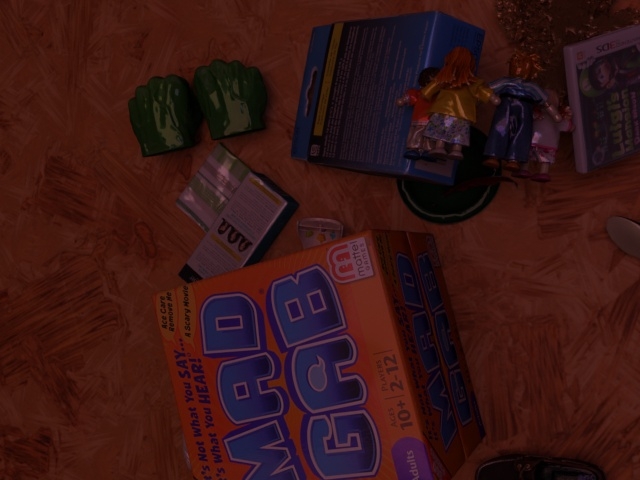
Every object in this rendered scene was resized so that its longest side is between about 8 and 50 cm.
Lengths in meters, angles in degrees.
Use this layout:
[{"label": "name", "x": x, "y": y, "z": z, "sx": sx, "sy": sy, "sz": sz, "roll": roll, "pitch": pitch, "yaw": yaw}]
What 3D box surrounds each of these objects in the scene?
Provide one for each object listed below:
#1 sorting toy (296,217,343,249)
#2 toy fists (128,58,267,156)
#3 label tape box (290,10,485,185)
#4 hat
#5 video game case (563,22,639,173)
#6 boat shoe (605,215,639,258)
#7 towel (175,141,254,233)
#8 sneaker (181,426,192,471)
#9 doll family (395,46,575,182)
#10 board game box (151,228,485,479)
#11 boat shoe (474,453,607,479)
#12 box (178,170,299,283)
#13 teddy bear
[{"label": "sorting toy", "x": 0.000, "y": 0.000, "z": 1.445, "sx": 0.083, "sy": 0.045, "sz": 0.075, "roll": 6, "pitch": 107, "yaw": 8}, {"label": "toy fists", "x": -0.230, "y": -0.252, "z": 1.512, "sx": 0.279, "sy": 0.096, "sz": 0.142, "roll": -10, "pitch": 95, "yaw": 19}, {"label": "label tape box", "x": 0.096, "y": -0.236, "z": 1.353, "sx": 0.347, "sy": 0.115, "sz": 0.249, "roll": 16, "pitch": 96, "yaw": 57}, {"label": "hat", "x": 0.198, "y": -0.119, "z": 1.291, "sx": 0.208, "sy": 0.183, "sz": 0.173, "roll": -22, "pitch": 82, "yaw": 19}, {"label": "video game case", "x": 0.441, "y": -0.213, "z": 1.193, "sx": 0.173, "sy": 0.022, "sz": 0.190, "roll": -20, "pitch": 112, "yaw": -19}, {"label": "boat shoe", "x": 0.505, "y": 0.003, "z": 1.248, "sx": 0.133, "sy": 0.042, "sz": 0.049, "roll": 34, "pitch": 126, "yaw": 19}, {"label": "towel", "x": -0.200, "y": -0.096, "z": 1.533, "sx": 0.113, "sy": 0.023, "sz": 0.152, "roll": 41, "pitch": 103, "yaw": 16}, {"label": "sneaker", "x": -0.147, "y": 0.413, "z": 1.464, "sx": 0.153, "sy": 0.101, "sz": 0.269, "roll": -19, "pitch": 88, "yaw": 19}, {"label": "doll family", "x": 0.239, "y": -0.185, "z": 1.122, "sx": 0.263, "sy": 0.118, "sz": 0.163, "roll": 10, "pitch": 86, "yaw": 0}, {"label": "board game box", "x": 0.015, "y": 0.202, "z": 1.264, "sx": 0.356, "sy": 0.356, "sz": 0.356, "roll": -16, "pitch": 84, "yaw": 20}, {"label": "boat shoe", "x": 0.345, "y": 0.374, "z": 1.280, "sx": 0.207, "sy": 0.073, "sz": 0.073, "roll": -7, "pitch": 68, "yaw": 20}, {"label": "box", "x": -0.152, "y": 0.000, "z": 1.491, "sx": 0.100, "sy": 0.060, "sz": 0.244, "roll": 40, "pitch": 103, "yaw": 18}, {"label": "teddy bear", "x": 0.393, "y": -0.359, "z": 1.276, "sx": 0.245, "sy": 0.113, "sz": 0.338, "roll": -9, "pitch": 78, "yaw": 13}]
